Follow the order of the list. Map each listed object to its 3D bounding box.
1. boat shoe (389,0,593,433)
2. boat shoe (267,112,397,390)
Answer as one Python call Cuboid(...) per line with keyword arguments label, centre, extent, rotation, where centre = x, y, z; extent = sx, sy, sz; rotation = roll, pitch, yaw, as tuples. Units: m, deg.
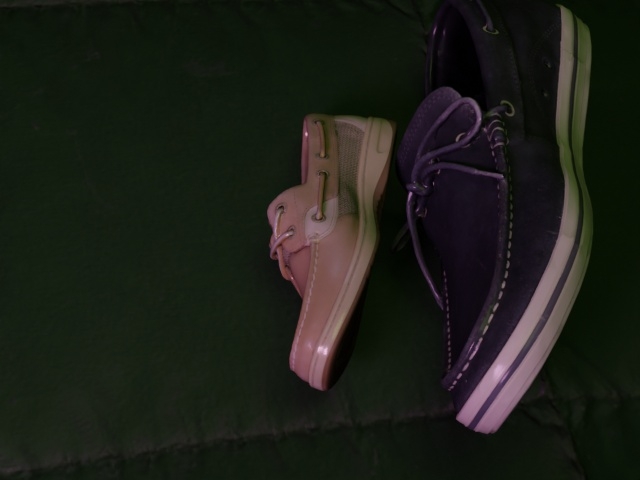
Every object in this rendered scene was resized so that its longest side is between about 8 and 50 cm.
Cuboid(label="boat shoe", centre=(0.141, -0.046, 1.216), extent=(0.156, 0.187, 0.500), rotation=(19, 46, -8))
Cuboid(label="boat shoe", centre=(0.000, 0.000, 1.202), extent=(0.098, 0.109, 0.302), rotation=(12, 47, 1))
